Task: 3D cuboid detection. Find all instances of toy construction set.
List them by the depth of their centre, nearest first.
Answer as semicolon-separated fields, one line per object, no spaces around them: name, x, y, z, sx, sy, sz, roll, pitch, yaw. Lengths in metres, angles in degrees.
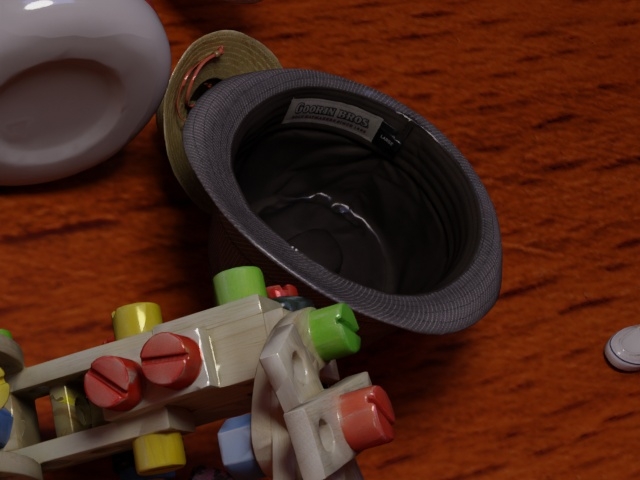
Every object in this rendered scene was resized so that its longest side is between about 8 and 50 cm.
toy construction set;-0.104;0.083;0.818;0.215;0.328;0.151;28;62;-64

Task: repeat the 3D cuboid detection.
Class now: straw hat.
straw hat;-0.087;-0.090;1.128;0.061;0.144;0.144;8;27;38

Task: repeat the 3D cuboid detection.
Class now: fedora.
fedora;0.000;0.000;1.056;0.244;0.124;0.275;31;34;-3

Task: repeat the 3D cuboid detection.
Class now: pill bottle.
pill bottle;-0.237;-0.207;1.074;0.181;0.181;0.323;-4;53;-33

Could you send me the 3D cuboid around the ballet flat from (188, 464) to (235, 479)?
ballet flat;-0.104;0.201;0.858;0.079;0.077;0.221;22;35;17

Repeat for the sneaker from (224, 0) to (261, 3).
sneaker;-0.148;-0.281;1.198;0.290;0.106;0.123;42;25;27

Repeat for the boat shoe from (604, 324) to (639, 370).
boat shoe;0.267;0.076;1.204;0.100;0.035;0.035;-11;57;-37
